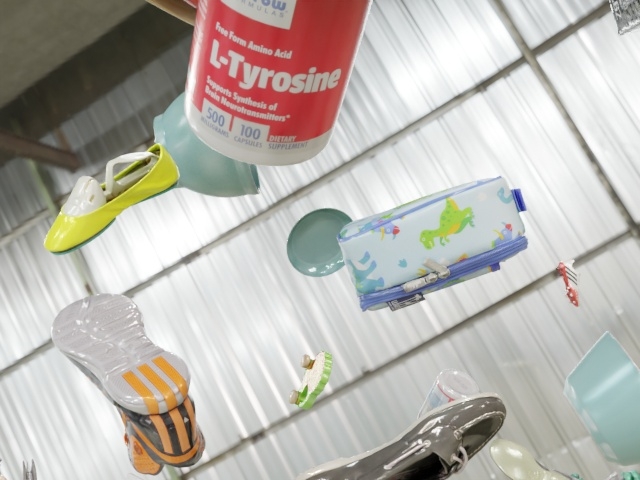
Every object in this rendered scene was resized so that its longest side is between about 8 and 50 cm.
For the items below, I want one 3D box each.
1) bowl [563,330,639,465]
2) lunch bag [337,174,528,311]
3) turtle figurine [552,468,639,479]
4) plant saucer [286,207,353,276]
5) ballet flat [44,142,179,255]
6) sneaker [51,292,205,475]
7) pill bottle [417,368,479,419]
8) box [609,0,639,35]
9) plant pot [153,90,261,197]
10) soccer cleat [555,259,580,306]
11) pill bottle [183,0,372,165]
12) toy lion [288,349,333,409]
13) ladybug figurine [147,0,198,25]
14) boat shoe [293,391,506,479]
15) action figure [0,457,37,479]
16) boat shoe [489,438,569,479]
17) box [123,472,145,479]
[{"bbox_3d":[0.658,0.376,1.926,0.163,0.311,0.311,-34,-12,8],"label":"bowl"},{"bbox_3d":[0.113,-0.003,0.853,0.176,0.090,0.219,-22,1,7],"label":"lunch bag"},{"bbox_3d":[0.454,0.399,1.327,0.234,0.118,0.175,-4,-10,-27],"label":"turtle figurine"},{"bbox_3d":[0.000,0.000,1.365,0.119,0.119,0.021,-27,31,-8],"label":"plant saucer"},{"bbox_3d":[-0.301,-0.068,1.224,0.231,0.077,0.077,-36,-49,-32],"label":"ballet flat"},{"bbox_3d":[-0.257,0.201,1.152,0.125,0.321,0.180,-22,-58,-23],"label":"sneaker"},{"bbox_3d":[0.243,0.338,1.702,0.087,0.087,0.160,-16,-45,-48],"label":"pill bottle"},{"bbox_3d":[0.209,-0.229,0.519,0.078,0.180,0.147,-17,3,7],"label":"box"},{"bbox_3d":[-0.269,-0.224,2.002,0.196,0.293,0.293,-15,-12,1],"label":"plant pot"},{"bbox_3d":[0.435,0.073,1.491,0.036,0.083,0.029,-19,-5,-10],"label":"soccer cleat"},{"bbox_3d":[-0.049,-0.320,1.167,0.229,0.229,0.407,-21,-37,-35],"label":"pill bottle"},{"bbox_3d":[-0.011,0.226,1.398,0.034,0.100,0.096,21,-7,-17],"label":"toy lion"},{"bbox_3d":[-0.221,-0.464,1.354,0.449,0.161,0.305,26,-6,-28],"label":"ladybug figurine"},{"bbox_3d":[0.121,0.324,1.203,0.335,0.095,0.112,-24,-46,-5],"label":"boat shoe"},{"bbox_3d":[-0.493,0.374,1.162,0.285,0.185,0.099,5,-27,-14],"label":"action figure"},{"bbox_3d":[0.292,0.327,1.208,0.049,0.133,0.042,-50,-19,-24],"label":"boat shoe"},{"bbox_3d":[-0.148,0.331,0.837,0.091,0.170,0.130,8,56,43],"label":"box"}]
